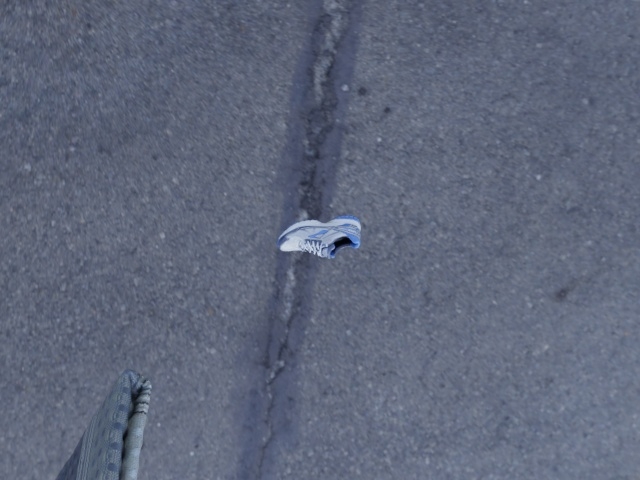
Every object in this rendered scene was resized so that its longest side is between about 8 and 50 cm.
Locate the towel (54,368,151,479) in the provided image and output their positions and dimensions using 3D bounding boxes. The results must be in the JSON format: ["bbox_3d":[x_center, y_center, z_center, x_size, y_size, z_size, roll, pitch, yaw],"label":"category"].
[{"bbox_3d":[-0.197,0.310,0.598,0.056,0.324,0.312,19,131,-22],"label":"towel"}]

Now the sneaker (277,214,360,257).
[{"bbox_3d":[0.000,0.000,1.208,0.135,0.058,0.052,-12,146,-2],"label":"sneaker"}]
